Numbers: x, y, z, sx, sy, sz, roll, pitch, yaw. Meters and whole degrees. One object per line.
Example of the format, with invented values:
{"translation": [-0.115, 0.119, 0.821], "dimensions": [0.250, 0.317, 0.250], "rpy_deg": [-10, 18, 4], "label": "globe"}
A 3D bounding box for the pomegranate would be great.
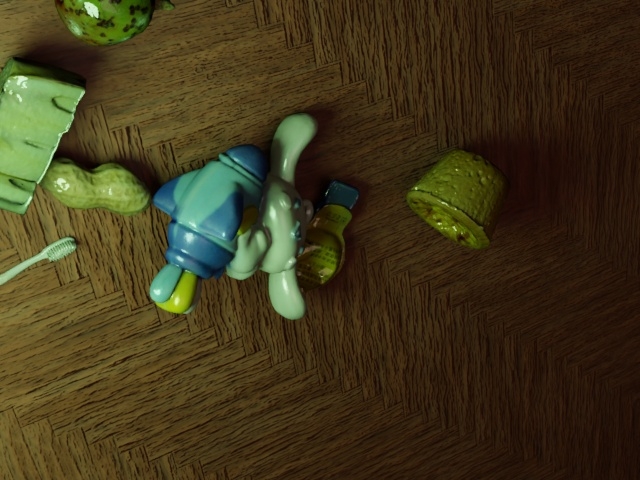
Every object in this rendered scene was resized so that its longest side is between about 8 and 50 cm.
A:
{"translation": [-0.308, -0.372, 1.292], "dimensions": [0.205, 0.159, 0.159], "rpy_deg": [-19, 124, -51], "label": "pomegranate"}

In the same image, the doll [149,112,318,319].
{"translation": [-0.135, -0.028, 1.495], "dimensions": [0.366, 0.187, 0.376], "rpy_deg": [-9, 88, -46], "label": "doll"}

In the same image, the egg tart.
{"translation": [0.293, -0.090, 1.743], "dimensions": [0.202, 0.202, 0.147], "rpy_deg": [42, 80, -37], "label": "egg tart"}

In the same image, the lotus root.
{"translation": [-0.458, -0.169, 1.305], "dimensions": [0.119, 0.138, 0.235], "rpy_deg": [23, 100, -30], "label": "lotus root"}

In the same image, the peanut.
{"translation": [-0.372, -0.092, 1.423], "dimensions": [0.193, 0.089, 0.089], "rpy_deg": [8, 109, -33], "label": "peanut"}

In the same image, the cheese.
{"translation": [0.000, 0.000, 1.690], "dimensions": [0.157, 0.064, 0.250], "rpy_deg": [21, 102, -35], "label": "cheese"}

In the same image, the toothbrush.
{"translation": [-0.550, 0.075, 1.432], "dimensions": [0.307, 0.029, 0.025], "rpy_deg": [-29, 131, -15], "label": "toothbrush"}
